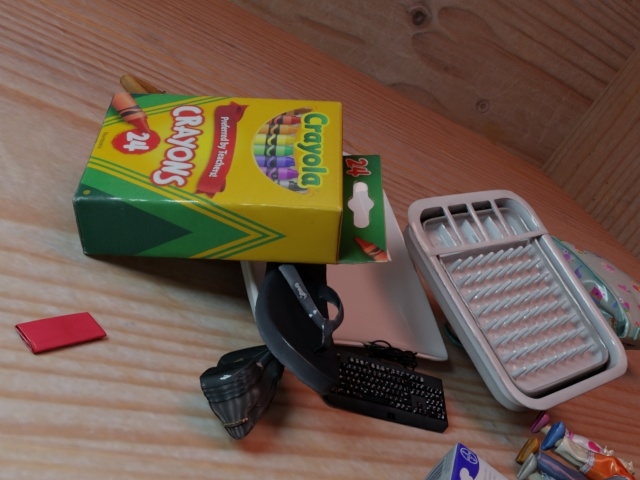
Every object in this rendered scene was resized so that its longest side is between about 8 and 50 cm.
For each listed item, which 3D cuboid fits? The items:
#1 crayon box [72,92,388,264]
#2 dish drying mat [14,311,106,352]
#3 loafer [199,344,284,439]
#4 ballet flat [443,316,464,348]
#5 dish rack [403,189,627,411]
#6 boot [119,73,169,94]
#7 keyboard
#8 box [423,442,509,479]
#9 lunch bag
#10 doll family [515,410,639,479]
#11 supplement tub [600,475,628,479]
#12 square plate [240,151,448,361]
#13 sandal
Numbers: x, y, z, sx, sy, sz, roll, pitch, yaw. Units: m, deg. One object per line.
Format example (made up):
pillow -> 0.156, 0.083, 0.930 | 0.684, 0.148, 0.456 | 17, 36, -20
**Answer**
crayon box -> -0.085, -0.072, 0.882 | 0.318, 0.081, 0.202 | 2, 41, -2
dish drying mat -> -0.226, 0.080, 0.705 | 0.032, 0.008, 0.083 | 43, 21, 19
loafer -> -0.068, 0.138, 0.774 | 0.170, 0.062, 0.061 | -21, 98, -74
ballet flat -> 0.335, 0.151, 1.293 | 0.316, 0.106, 0.107 | 19, 25, -38
dish rack -> 0.269, 0.084, 1.161 | 0.285, 0.072, 0.333 | -8, 60, -41
boot -> -0.218, -0.175, 1.164 | 0.264, 0.096, 0.280 | 12, 30, -47
keyboard -> 0.082, 0.157, 0.938 | 0.192, 0.038, 0.100 | 21, 45, -35
box -> 0.160, 0.283, 0.769 | 0.137, 0.072, 0.126 | 37, 21, 3
lunch bag -> 0.571, 0.132, 1.642 | 0.223, 0.160, 0.262 | 17, 21, -43
doll family -> 0.316, 0.301, 0.963 | 0.163, 0.118, 0.263 | 33, 1, 12
supplement tub -> 0.322, 0.334, 0.787 | 0.198, 0.106, 0.106 | 60, 25, 8
square plate -> 0.000, 0.000, 1.069 | 0.344, 0.049, 0.347 | 15, 47, -45
sandal -> -0.017, 0.054, 0.845 | 0.097, 0.054, 0.254 | 36, 23, -26
